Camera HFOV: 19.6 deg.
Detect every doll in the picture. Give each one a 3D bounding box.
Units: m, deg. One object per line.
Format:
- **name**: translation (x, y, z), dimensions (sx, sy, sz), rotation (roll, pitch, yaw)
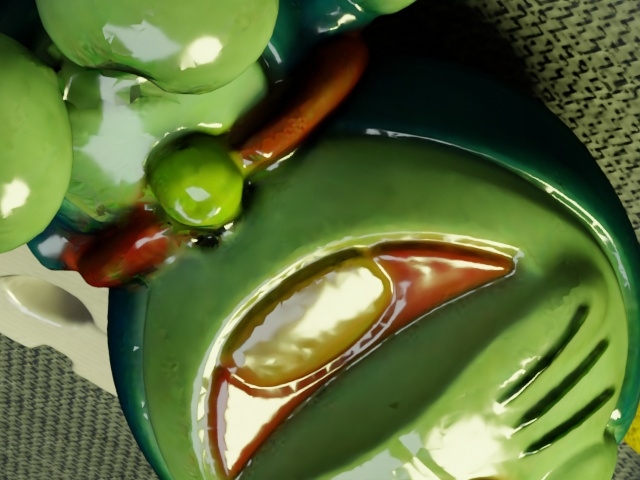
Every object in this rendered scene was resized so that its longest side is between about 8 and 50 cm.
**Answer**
- **doll**: translation (-0.001, 0.000, 0.671), dimensions (0.198, 0.186, 0.322), rotation (-32, 115, 12)

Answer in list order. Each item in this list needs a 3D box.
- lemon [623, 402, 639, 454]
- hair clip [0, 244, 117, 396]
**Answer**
- **lemon**: translation (0.166, 0.062, 0.798), dimensions (0.111, 0.082, 0.082), rotation (15, 150, -1)
- **hair clip**: translation (-0.047, 0.037, 0.844), dimensions (0.331, 0.085, 0.101), rotation (29, 145, -13)
